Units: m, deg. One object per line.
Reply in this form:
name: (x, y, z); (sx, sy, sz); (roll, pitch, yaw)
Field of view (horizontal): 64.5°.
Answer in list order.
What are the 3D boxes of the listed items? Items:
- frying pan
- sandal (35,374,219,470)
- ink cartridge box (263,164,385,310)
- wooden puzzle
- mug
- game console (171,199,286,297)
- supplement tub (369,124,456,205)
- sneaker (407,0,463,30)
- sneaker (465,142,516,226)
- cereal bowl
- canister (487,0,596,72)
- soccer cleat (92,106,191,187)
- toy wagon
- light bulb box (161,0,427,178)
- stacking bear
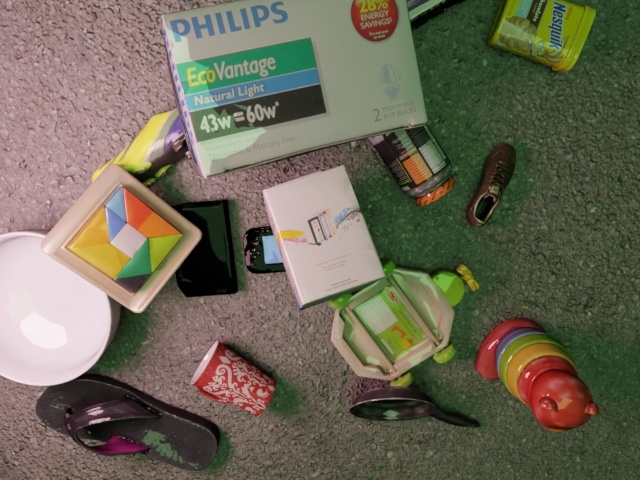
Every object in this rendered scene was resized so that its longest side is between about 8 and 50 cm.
frying pan: (0.228, 0.377, 1.155); (0.325, 0.197, 0.053); (1, 58, -2)
sandal: (-0.460, 0.438, 1.195); (0.445, 0.107, 0.168); (16, 101, -2)
ink cartridge box: (0.000, 0.000, 1.018); (0.168, 0.171, 0.233); (-18, 80, -8)
wooden puzzle: (-0.396, -0.001, 1.032); (0.238, 0.044, 0.221); (41, 77, -21)
mug: (-0.202, 0.327, 1.184); (0.169, 0.150, 0.113); (33, 64, -10)
game console: (-0.153, 0.009, 1.133); (0.360, 0.044, 0.213); (-5, 102, 2)
supplement tub: (0.192, -0.174, 1.050); (0.117, 0.117, 0.190); (-33, 100, 7)
sneaker: (0.244, -0.526, 0.985); (0.283, 0.107, 0.124); (-27, 94, 6)
sneaker: (0.373, -0.114, 1.081); (0.066, 0.071, 0.189); (19, 102, -3)
cereal bowl: (-0.599, 0.134, 1.118); (0.338, 0.141, 0.339); (0, 102, 1)
canister: (0.437, -0.425, 1.015); (0.169, 0.073, 0.126); (18, 101, -1)
soccer cleat: (-0.364, -0.199, 1.086); (0.289, 0.093, 0.121); (-27, 69, 11)
toy wagon: (0.196, 0.169, 1.147); (0.344, 0.068, 0.267); (-35, 99, 7)
light bulb box: (-0.066, -0.256, 0.873); (0.357, 0.361, 0.226); (-16, 102, -12)
stacking bear: (0.456, 0.285, 1.050); (0.175, 0.289, 0.165); (10, 102, -1)
